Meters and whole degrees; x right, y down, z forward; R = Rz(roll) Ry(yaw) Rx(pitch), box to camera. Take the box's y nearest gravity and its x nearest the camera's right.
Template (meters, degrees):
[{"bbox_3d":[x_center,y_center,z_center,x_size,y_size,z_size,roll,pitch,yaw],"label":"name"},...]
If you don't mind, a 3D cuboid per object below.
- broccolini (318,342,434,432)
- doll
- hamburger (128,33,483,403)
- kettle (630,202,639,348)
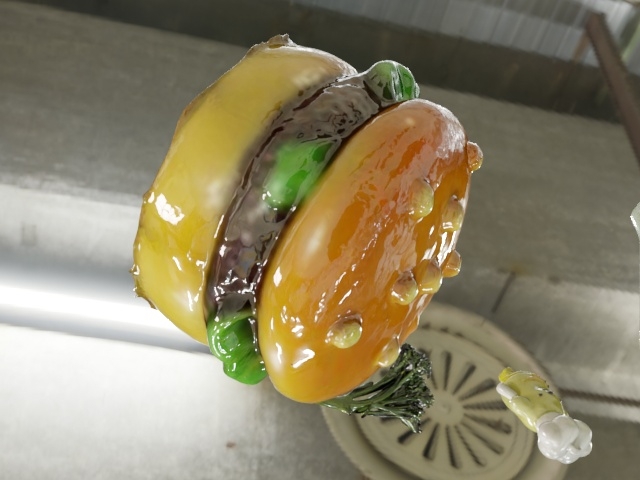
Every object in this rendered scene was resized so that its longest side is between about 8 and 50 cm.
[{"bbox_3d":[0.058,0.189,1.388,0.271,0.062,0.123,20,-100,-30],"label":"broccolini"},{"bbox_3d":[0.297,0.231,1.299,0.106,0.062,0.162,19,-159,-31],"label":"doll"},{"bbox_3d":[0.000,0.000,1.113,0.277,0.396,0.395,28,-139,23],"label":"hamburger"},{"bbox_3d":[0.727,0.072,1.687,0.360,0.250,0.377,8,-147,9],"label":"kettle"}]
